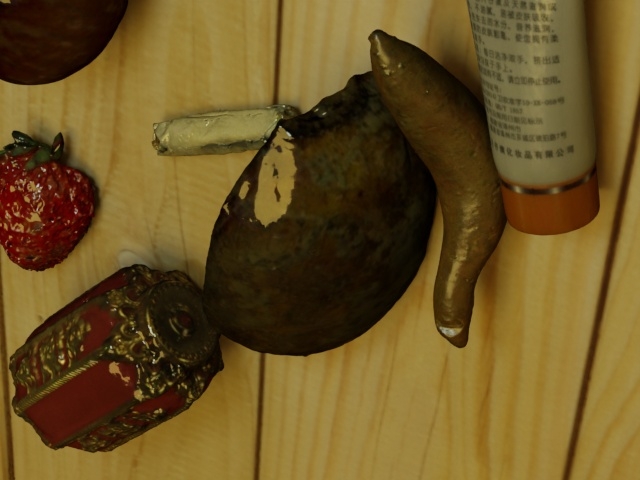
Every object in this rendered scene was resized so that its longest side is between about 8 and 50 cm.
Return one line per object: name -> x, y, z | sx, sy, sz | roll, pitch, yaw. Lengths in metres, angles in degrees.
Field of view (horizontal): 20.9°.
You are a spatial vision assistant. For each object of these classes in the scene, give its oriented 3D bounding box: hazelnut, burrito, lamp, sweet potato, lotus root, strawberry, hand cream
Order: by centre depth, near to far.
hand cream -> 0.174, -0.157, 1.486 | 0.139, 0.089, 0.314 | 20, 134, 39
sweet potato -> 0.118, -0.061, 1.585 | 0.079, 0.108, 0.346 | 35, 148, 53
hazelnut -> -0.297, -0.243, 1.665 | 0.234, 0.218, 0.218 | -3, 119, 32
lotus root -> 0.005, 0.002, 1.665 | 0.142, 0.210, 0.314 | 41, 148, 18
burrito -> -0.097, -0.108, 1.742 | 0.185, 0.041, 0.045 | -2, 78, 35
strawberry -> -0.322, -0.036, 1.911 | 0.140, 0.085, 0.192 | 47, 136, -6
lamp -> -0.226, 0.132, 1.912 | 0.177, 0.177, 0.274 | 51, 135, -7
